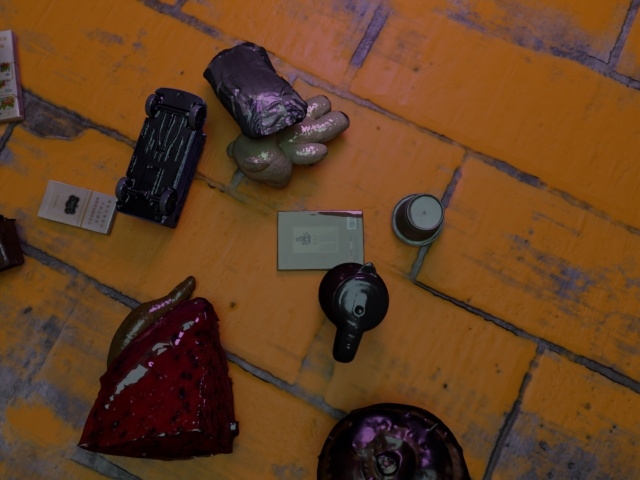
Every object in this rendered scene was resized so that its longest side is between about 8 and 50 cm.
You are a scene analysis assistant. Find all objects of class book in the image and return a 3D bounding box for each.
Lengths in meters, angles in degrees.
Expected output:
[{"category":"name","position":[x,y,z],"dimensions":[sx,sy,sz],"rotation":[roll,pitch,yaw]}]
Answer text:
[{"category":"book","position":[0.000,0.000,1.201],"dimensions":[0.198,0.016,0.139],"rotation":[0,81,-1]}]

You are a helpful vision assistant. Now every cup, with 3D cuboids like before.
[{"category":"cup","position":[0.220,-0.053,1.148],"dimensions":[0.119,0.141,0.120],"rotation":[0,83,-1]}]

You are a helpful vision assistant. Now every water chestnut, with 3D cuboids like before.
[{"category":"water chestnut","position":[0.141,0.464,1.029],"dimensions":[0.299,0.300,0.300],"rotation":[0,81,0]}]

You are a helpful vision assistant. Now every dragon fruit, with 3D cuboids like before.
[{"category":"dragon fruit","position":[-0.258,0.279,1.056],"dimensions":[0.240,0.302,0.330],"rotation":[-8,62,42]}]

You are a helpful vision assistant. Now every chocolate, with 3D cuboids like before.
[{"category":"chocolate","position":[-0.808,0.056,1.147],"dimensions":[0.321,0.112,0.112],"rotation":[-24,90,-4]}]

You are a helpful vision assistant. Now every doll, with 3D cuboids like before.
[{"category":"doll","position":[-0.064,-0.220,1.197],"dimensions":[0.278,0.175,0.149],"rotation":[-34,121,-14]}]

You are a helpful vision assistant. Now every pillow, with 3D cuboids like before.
[{"category":"pillow","position":[-0.152,-0.339,1.159],"dimensions":[0.161,0.093,0.335],"rotation":[-21,51,-18]}]

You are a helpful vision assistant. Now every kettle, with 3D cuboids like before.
[{"category":"kettle","position":[0.059,0.138,1.066],"dimensions":[0.143,0.232,0.202],"rotation":[22,88,0]}]

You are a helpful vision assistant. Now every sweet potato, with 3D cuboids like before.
[{"category":"sweet potato","position":[-0.389,0.217,1.140],"dimensions":[0.108,0.079,0.346],"rotation":[30,79,-24]}]

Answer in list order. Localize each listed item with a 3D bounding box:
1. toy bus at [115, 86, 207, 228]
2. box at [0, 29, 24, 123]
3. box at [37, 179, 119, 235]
[{"category":"toy bus","position":[-0.338,-0.180,1.170],"dimensions":[0.125,0.133,0.292],"rotation":[16,84,8]},{"category":"box","position":[-0.775,-0.382,1.249],"dimensions":[0.122,0.032,0.221],"rotation":[-10,81,-2]},{"category":"box","position":[-0.550,-0.075,1.206],"dimensions":[0.166,0.024,0.090],"rotation":[15,81,2]}]
